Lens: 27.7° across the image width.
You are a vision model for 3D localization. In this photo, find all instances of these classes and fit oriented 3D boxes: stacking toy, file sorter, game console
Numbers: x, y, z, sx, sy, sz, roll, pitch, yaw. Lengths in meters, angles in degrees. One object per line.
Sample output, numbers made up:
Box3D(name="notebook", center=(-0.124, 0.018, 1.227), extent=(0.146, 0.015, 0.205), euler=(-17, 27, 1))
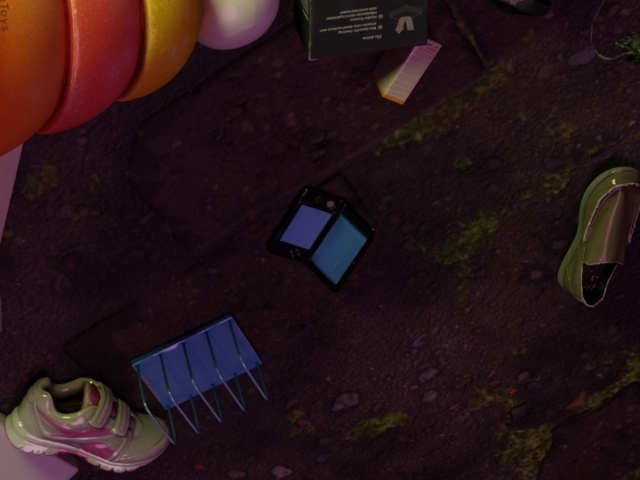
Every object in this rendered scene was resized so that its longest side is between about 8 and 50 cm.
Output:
Box3D(name="stacking toy", center=(-0.257, -0.252, 1.468), extent=(0.480, 0.350, 0.350), euler=(-8, 131, -33))
Box3D(name="file sorter", center=(-0.177, 0.214, 1.957), extent=(0.170, 0.104, 0.118), euler=(-26, 131, 3))
Box3D(name="game console", center=(0.000, 0.000, 1.864), extent=(0.107, 0.071, 0.122), euler=(18, 120, -29))

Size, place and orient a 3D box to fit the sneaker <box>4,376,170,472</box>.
Box3D(name="sneaker", center=(-0.338, 0.271, 1.952), extent=(0.252, 0.103, 0.111), euler=(12, 125, -26))

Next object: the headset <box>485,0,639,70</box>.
Box3D(name="headset", center=(0.299, -0.361, 1.596), extent=(0.243, 0.185, 0.394), euler=(-36, 118, 13))

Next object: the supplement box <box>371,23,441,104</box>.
Box3D(name="supplement box", center=(0.113, -0.239, 1.714), extent=(0.036, 0.062, 0.098), euler=(18, 121, -28))

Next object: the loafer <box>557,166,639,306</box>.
Box3D(name="loafer", center=(0.444, 0.000, 1.997), extent=(0.094, 0.087, 0.251), euler=(-2, 128, -17))

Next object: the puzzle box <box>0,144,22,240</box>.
Box3D(name="puzzle box", center=(-0.536, -0.059, 1.655), extent=(0.272, 0.052, 0.409), euler=(7, 125, -23))

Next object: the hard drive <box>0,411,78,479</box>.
Box3D(name="hard drive", center=(-0.551, 0.331, 1.971), extent=(0.203, 0.040, 0.307), euler=(-38, 129, 14))

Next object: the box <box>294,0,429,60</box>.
Box3D(name="box", center=(0.050, -0.321, 1.607), extent=(0.156, 0.093, 0.158), euler=(-9, 129, -12))
